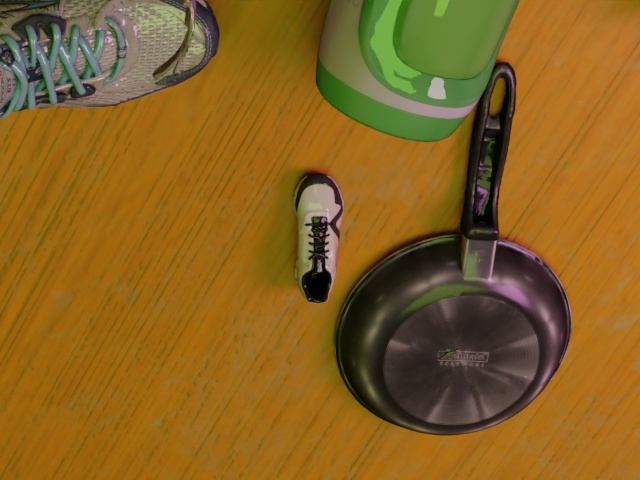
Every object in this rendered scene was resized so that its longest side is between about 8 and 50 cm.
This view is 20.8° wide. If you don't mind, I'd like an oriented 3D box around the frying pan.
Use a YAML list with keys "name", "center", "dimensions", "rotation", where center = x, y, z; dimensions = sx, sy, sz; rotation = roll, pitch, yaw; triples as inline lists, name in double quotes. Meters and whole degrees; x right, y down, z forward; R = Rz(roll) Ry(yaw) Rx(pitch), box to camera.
- name: "frying pan"
  center: [0.142, 0.035, 1.391]
  dimensions: [0.197, 0.053, 0.326]
  rotation: [23, 116, -20]

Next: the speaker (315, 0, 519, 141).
- name: "speaker"
  center: [0.095, -0.221, 1.195]
  dimensions: [0.131, 0.131, 0.296]
  rotation: [14, 116, -15]

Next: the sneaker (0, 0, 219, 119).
- name: "sneaker"
  center: [-0.209, -0.120, 1.211]
  dimensions: [0.283, 0.122, 0.110]
  rotation: [-4, 119, -5]

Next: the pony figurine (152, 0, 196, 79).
- name: "pony figurine"
  center: [-0.098, -0.315, 1.044]
  dimensions: [0.363, 0.303, 0.351]
  rotation: [-28, 118, -19]

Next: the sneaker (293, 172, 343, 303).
- name: "sneaker"
  center: [0.000, 0.000, 1.351]
  dimensions: [0.040, 0.043, 0.109]
  rotation: [-3, 117, -4]
